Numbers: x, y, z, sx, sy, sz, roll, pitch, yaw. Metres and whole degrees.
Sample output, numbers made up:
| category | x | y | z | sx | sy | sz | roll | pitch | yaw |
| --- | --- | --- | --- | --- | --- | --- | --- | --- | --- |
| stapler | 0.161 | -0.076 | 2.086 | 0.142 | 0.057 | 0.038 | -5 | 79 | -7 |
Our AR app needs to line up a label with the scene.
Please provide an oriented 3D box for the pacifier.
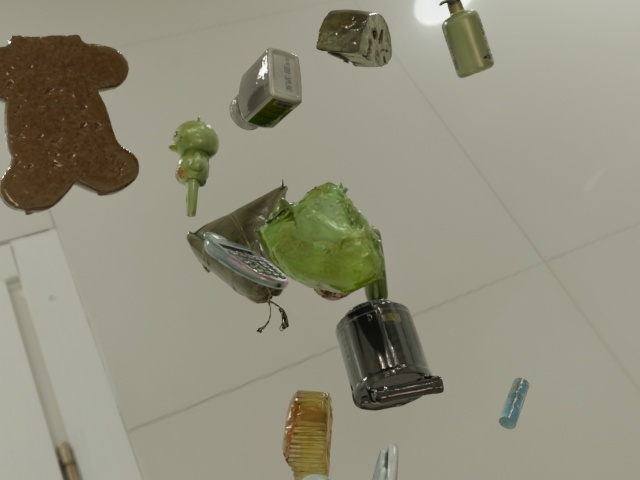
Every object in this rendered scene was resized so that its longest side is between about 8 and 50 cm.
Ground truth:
| category | x | y | z | sx | sy | sz | roll | pitch | yaw |
| --- | --- | --- | --- | --- | --- | --- | --- | --- | --- |
| pacifier | 0.062 | 0.491 | 1.339 | 0.207 | 0.227 | 0.279 | 11 | 0 | 5 |

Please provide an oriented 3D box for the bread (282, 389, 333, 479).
| category | x | y | z | sx | sy | sz | roll | pitch | yaw |
| --- | --- | --- | --- | --- | --- | --- | --- | --- | --- |
| bread | -0.034 | 0.535 | 1.924 | 0.133 | 0.250 | 0.179 | 2 | -45 | 2 |

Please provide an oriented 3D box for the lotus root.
| category | x | y | z | sx | sy | sz | roll | pitch | yaw |
| --- | --- | --- | --- | --- | --- | --- | --- | --- | --- |
| lotus root | 0.090 | -0.499 | 1.716 | 0.119 | 0.138 | 0.235 | 4 | 10 | 27 |

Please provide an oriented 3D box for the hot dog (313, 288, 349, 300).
| category | x | y | z | sx | sy | sz | roll | pitch | yaw |
| --- | --- | --- | --- | --- | --- | --- | --- | --- | --- |
| hot dog | 0.045 | 0.145 | 2.187 | 0.123 | 0.093 | 0.261 | -2 | 6 | 18 |

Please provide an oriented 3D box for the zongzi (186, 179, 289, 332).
| category | x | y | z | sx | sy | sz | roll | pitch | yaw |
| --- | --- | --- | --- | --- | --- | --- | --- | --- | --- |
| zongzi | -0.141 | 0.023 | 2.091 | 0.418 | 0.447 | 0.181 | -38 | -41 | -20 |

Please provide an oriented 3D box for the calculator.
| category | x | y | z | sx | sy | sz | roll | pitch | yaw |
| --- | --- | --- | --- | --- | --- | --- | --- | --- | --- |
| calculator | -0.203 | 0.052 | 1.822 | 0.186 | 0.299 | 0.041 | 17 | -79 | -51 |

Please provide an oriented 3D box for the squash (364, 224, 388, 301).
| category | x | y | z | sx | sy | sz | roll | pitch | yaw |
| --- | --- | --- | --- | --- | --- | --- | --- | --- | --- |
| squash | 0.141 | 0.070 | 1.830 | 0.066 | 0.066 | 0.228 | -17 | -69 | -24 |

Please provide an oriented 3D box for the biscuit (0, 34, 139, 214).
| category | x | y | z | sx | sy | sz | roll | pitch | yaw |
| --- | --- | --- | --- | --- | --- | --- | --- | --- | --- |
| biscuit | -0.605 | -0.282 | 1.628 | 0.368 | 0.393 | 0.076 | -19 | 8 | -35 |

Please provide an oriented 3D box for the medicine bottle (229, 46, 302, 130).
| category | x | y | z | sx | sy | sz | roll | pitch | yaw |
| --- | --- | --- | --- | --- | --- | --- | --- | --- | --- |
| medicine bottle | -0.127 | -0.329 | 1.569 | 0.088 | 0.132 | 0.188 | 7 | -22 | -33 |

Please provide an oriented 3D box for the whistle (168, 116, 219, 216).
| category | x | y | z | sx | sy | sz | roll | pitch | yaw |
| --- | --- | --- | --- | --- | --- | --- | --- | --- | --- |
| whistle | -0.371 | -0.218 | 1.951 | 0.141 | 0.294 | 0.141 | 12 | -21 | 5 |

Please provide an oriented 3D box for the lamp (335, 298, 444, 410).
| category | x | y | z | sx | sy | sz | roll | pitch | yaw |
| --- | --- | --- | --- | --- | --- | --- | --- | --- | --- |
| lamp | 0.156 | 0.280 | 1.741 | 0.205 | 0.272 | 0.374 | -10 | -17 | -9 |

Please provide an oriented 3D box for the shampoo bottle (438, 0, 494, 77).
| category | x | y | z | sx | sy | sz | roll | pitch | yaw |
| --- | --- | --- | --- | --- | --- | --- | --- | --- | --- |
| shampoo bottle | 0.293 | -0.417 | 1.409 | 0.079 | 0.162 | 0.079 | -20 | 10 | 3 |

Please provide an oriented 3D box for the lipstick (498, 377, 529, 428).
| category | x | y | z | sx | sy | sz | roll | pitch | yaw |
| --- | --- | --- | --- | --- | --- | --- | --- | --- | --- |
| lipstick | 0.533 | 0.445 | 1.906 | 0.158 | 0.048 | 0.048 | -49 | -6 | -46 |

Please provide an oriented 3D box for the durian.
| category | x | y | z | sx | sy | sz | roll | pitch | yaw |
| --- | --- | --- | --- | --- | --- | --- | --- | --- | --- |
| durian | 0.000 | 0.000 | 1.623 | 0.204 | 0.339 | 0.255 | -22 | -23 | -38 |
